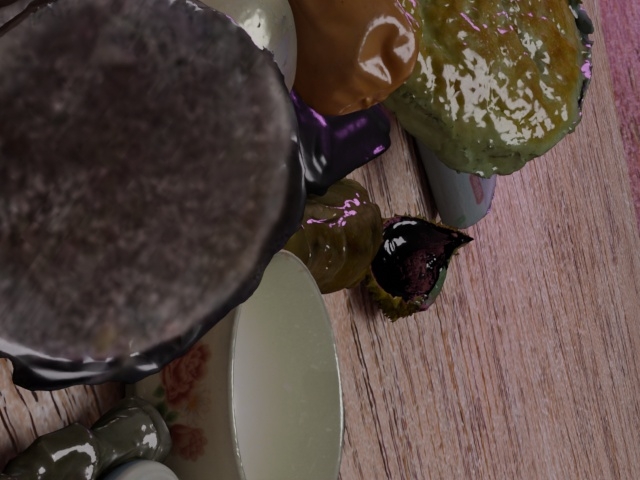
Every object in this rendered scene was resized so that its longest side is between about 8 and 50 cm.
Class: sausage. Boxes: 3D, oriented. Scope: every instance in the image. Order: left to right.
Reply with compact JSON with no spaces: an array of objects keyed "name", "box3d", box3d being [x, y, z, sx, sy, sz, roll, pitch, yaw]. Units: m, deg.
[{"name":"sausage","box3d":[0.002,-0.242,1.667,0.120,0.136,0.241,171,-103,-86]}]

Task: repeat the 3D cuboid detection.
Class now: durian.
[{"name":"durian","box3d":[0.096,0.044,2.153,0.187,0.119,0.108,-51,171,-45]}]

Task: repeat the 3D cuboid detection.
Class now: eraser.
[{"name":"eraser","box3d":[0.187,-0.155,2.409,0.174,0.081,0.227,-73,150,-50]}]

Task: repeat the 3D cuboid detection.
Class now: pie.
[{"name":"pie","box3d":[0.177,-0.271,2.205,0.395,0.180,0.418,51,42,-10]}]

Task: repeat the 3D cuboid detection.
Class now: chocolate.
[{"name":"chocolate","box3d":[-0.186,-0.067,1.253,0.213,0.303,0.303,36,-33,57]}]

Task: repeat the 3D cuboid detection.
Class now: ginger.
[{"name":"ginger","box3d":[0.000,0.000,1.864,0.263,0.109,0.116,-18,127,-67]}]

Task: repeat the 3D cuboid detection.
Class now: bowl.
[{"name":"bowl","box3d":[-0.088,0.150,1.556,0.277,0.145,0.277,-5,90,-72]}]

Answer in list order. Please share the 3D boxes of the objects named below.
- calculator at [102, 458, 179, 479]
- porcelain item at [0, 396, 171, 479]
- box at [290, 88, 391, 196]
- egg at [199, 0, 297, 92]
[{"name":"calculator","box3d":[-0.186,0.316,1.340,0.303,0.042,0.188,-63,153,-21]},{"name":"porcelain item","box3d":[-0.201,0.179,1.354,0.069,0.081,0.215,56,21,11]},{"name":"box","box3d":[-0.027,-0.197,1.827,0.289,0.073,0.290,69,24,-5]},{"name":"egg","box3d":[-0.106,-0.170,1.551,0.206,0.161,0.271,59,33,-52]}]
